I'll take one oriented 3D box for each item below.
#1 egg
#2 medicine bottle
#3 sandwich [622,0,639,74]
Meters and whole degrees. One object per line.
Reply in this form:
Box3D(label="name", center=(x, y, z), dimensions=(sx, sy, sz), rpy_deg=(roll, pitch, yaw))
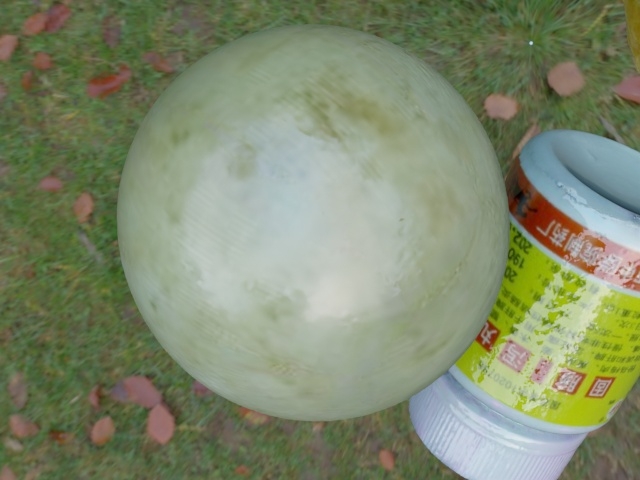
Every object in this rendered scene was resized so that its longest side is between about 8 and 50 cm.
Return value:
Box3D(label="egg", center=(0.000, 0.000, 0.698), dimensions=(0.218, 0.295, 0.218), rpy_deg=(-2, 72, 6))
Box3D(label="medicine bottle", center=(0.157, 0.049, 0.802), dimensions=(0.139, 0.139, 0.225), rpy_deg=(26, 119, 5))
Box3D(label="sandwich", center=(0.189, -0.222, 0.616), dimensions=(0.099, 0.254, 0.288), rpy_deg=(-15, 100, 23))
